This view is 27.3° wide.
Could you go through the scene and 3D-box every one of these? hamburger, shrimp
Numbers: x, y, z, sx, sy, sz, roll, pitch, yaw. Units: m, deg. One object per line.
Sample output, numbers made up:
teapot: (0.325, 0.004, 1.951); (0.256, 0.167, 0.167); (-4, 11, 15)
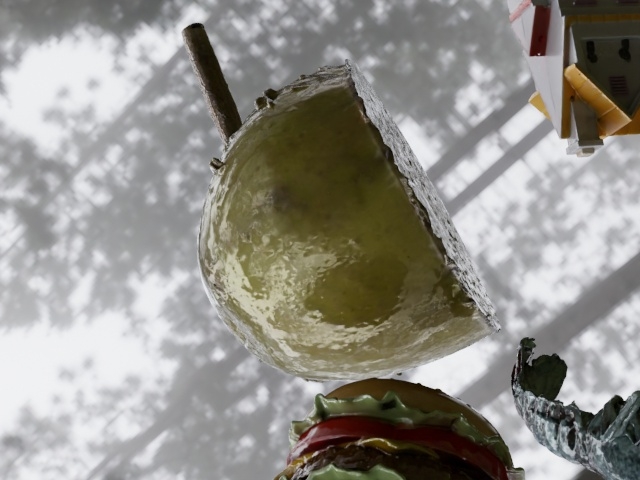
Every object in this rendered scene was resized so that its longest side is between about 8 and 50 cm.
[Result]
hamburger: (0.084, 0.267, 1.414); (0.274, 0.274, 0.212); (38, -134, -22)
shrimp: (0.361, 0.217, 1.474); (0.411, 0.166, 0.221); (6, 152, 50)

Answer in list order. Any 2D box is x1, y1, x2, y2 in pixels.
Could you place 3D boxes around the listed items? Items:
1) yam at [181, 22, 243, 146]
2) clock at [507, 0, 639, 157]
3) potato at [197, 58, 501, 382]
yam: (-0.163, -0.231, 2.089); (0.046, 0.046, 0.264); (13, -130, -54)
clock: (0.423, -0.278, 2.026); (0.235, 0.166, 0.309); (-4, -102, -17)
potato: (0.000, 0.000, 1.684); (0.442, 0.319, 0.385); (54, -171, -53)
